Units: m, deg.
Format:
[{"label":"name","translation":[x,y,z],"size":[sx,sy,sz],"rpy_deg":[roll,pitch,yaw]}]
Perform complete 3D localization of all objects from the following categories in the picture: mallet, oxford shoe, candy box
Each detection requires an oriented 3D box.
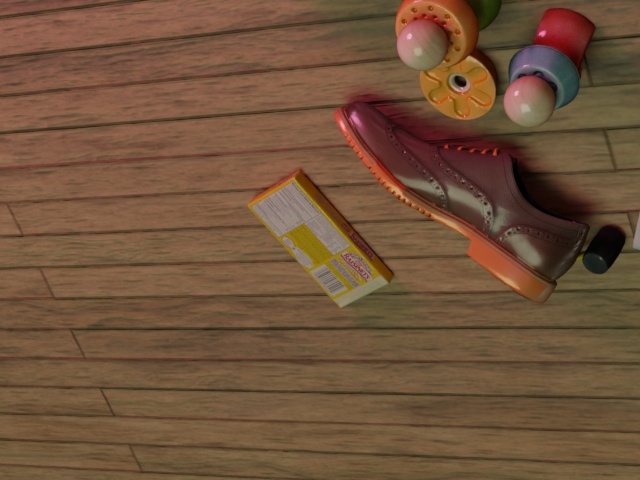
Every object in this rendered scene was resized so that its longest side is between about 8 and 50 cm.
[{"label":"mallet","translation":[0.309,0.033,2.236],"size":[0.190,0.062,0.039],"rpy_deg":[-21,113,40]},{"label":"oxford shoe","translation":[0.181,-0.080,2.203],"size":[0.364,0.130,0.132],"rpy_deg":[38,103,5]},{"label":"candy box","translation":[0.000,0.000,2.410],"size":[0.105,0.027,0.206],"rpy_deg":[-29,109,40]}]

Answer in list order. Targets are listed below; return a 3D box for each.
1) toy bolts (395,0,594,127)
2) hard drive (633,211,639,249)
[{"label":"toy bolts","translation":[0.195,-0.192,2.044],"size":[0.228,0.158,0.218],"rpy_deg":[18,133,16]},{"label":"hard drive","translation":[0.565,-0.035,2.044],"size":[0.353,0.047,0.233],"rpy_deg":[18,133,17]}]
